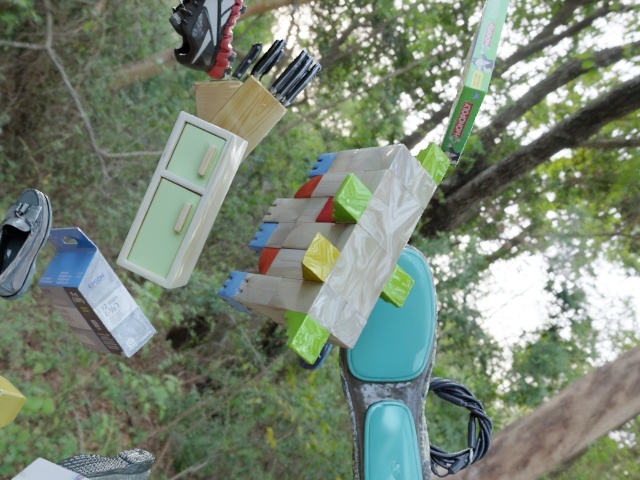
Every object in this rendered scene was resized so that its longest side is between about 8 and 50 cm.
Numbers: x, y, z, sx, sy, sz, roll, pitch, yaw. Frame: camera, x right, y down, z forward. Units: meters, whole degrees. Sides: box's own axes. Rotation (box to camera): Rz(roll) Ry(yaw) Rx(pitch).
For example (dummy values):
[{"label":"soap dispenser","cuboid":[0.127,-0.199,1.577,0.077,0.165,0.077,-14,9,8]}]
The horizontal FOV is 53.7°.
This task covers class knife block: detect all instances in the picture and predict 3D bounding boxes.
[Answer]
[{"label":"knife block","cuboid":[-0.119,-0.242,1.213,0.088,0.242,0.276,-125,-148,-70]}]

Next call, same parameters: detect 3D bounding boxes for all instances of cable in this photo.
[{"label":"cable","cuboid":[0.231,0.334,1.180,0.185,0.150,0.047,59,-4,21]}]

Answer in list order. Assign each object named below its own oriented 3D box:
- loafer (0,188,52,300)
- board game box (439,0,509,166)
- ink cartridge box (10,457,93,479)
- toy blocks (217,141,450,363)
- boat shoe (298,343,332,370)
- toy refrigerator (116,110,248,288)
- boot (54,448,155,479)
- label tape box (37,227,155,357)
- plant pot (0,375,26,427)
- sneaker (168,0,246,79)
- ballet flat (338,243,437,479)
[{"label":"loafer","cuboid":[-0.670,-0.004,1.405,0.084,0.096,0.268,67,23,-63]},{"label":"board game box","cuboid":[0.313,-0.337,1.282,0.046,0.317,0.214,17,-32,7]},{"label":"ink cartridge box","cuboid":[-0.313,0.428,0.765,0.270,0.197,0.198,0,-61,39]},{"label":"toy blocks","cuboid":[0.000,0.000,0.980,0.190,0.381,0.260,43,-23,-31]},{"label":"boat shoe","cuboid":[-0.011,0.138,1.301,0.089,0.258,0.109,13,5,-24]},{"label":"toy refrigerator","cuboid":[-0.227,-0.064,1.042,0.102,0.270,0.094,25,4,6]},{"label":"boot","cuboid":[-0.477,0.554,1.378,0.083,0.161,0.246,15,1,42]},{"label":"label tape box","cuboid":[-0.622,0.137,1.666,0.249,0.115,0.348,-1,-53,44]},{"label":"plant pot","cuboid":[-0.584,0.290,1.136,0.081,0.082,0.083,29,-7,28]},{"label":"sneaker","cuboid":[-0.221,-0.453,1.232,0.098,0.135,0.276,57,-43,46]},{"label":"ballet flat","cuboid":[0.107,0.253,1.071,0.182,0.163,0.483,114,-22,-78]}]
